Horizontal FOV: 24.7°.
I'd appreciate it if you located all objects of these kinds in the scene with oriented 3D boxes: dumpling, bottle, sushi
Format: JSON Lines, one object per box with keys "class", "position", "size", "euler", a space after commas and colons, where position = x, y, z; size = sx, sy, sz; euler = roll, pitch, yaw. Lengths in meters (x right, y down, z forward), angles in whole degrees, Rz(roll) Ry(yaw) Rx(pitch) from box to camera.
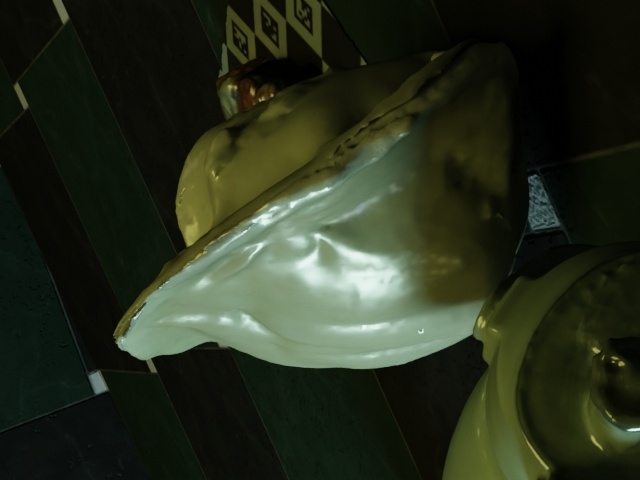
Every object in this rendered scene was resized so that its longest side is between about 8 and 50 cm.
{"class": "dumpling", "position": [0.000, 0.000, 1.039], "size": [0.233, 0.315, 0.395], "euler": [56, 155, 5]}
{"class": "bottle", "position": [0.178, 0.115, 0.850], "size": [0.229, 0.229, 0.352], "euler": [54, 166, 27]}
{"class": "sushi", "position": [-0.031, -0.096, 1.361], "size": [0.339, 0.069, 0.320], "euler": [57, 159, 19]}
